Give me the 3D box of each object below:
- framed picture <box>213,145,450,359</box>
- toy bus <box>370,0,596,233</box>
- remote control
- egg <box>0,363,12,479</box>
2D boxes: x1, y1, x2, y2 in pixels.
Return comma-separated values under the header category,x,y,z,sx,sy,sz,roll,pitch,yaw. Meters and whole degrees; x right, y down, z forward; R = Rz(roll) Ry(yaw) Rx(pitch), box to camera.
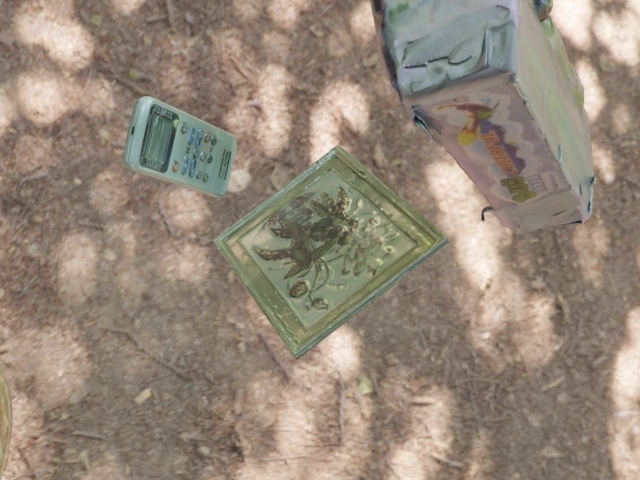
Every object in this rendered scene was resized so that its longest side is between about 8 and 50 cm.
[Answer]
category,x,y,z,sx,sy,sz,roll,pitch,yaw
framed picture,0.000,0.000,0.827,0.173,0.231,0.010,-38,126,-5
toy bus,0.145,-0.105,0.672,0.317,0.112,0.138,33,50,-57
remote control,-0.098,-0.065,0.621,0.124,0.017,0.053,18,85,-66
egg,-0.407,0.197,0.850,0.203,0.203,0.245,32,53,-19
